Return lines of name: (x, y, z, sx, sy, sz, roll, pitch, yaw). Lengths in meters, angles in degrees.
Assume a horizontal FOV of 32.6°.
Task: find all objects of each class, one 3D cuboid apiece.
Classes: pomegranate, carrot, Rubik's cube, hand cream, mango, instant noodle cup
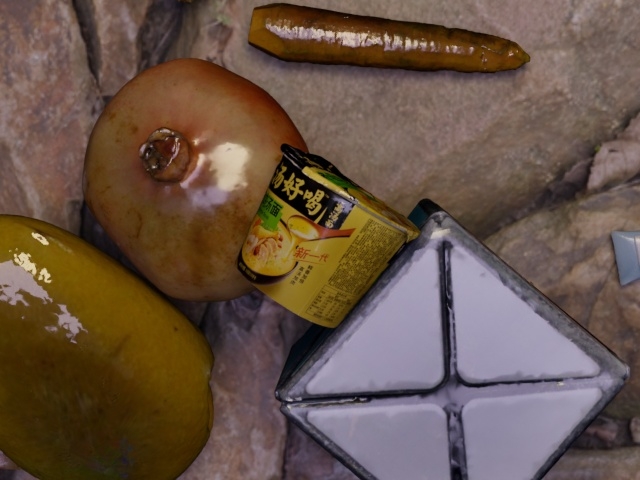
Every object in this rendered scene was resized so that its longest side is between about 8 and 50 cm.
pomegranate: (-0.125, -0.064, 1.126, 0.229, 0.270, 0.252, -34, 84, -1)
carrot: (0.077, -0.216, 1.218, 0.314, 0.066, 0.066, 7, 94, -2)
Rubik's cube: (0.126, 0.129, 1.142, 0.255, 0.259, 0.260, 39, 93, 0)
hand cream: (0.417, 0.005, 1.231, 0.170, 0.043, 0.065, -11, 94, 4)
mango: (-0.260, 0.123, 1.146, 0.253, 0.182, 0.365, -26, 124, 12)
instant noodle cup: (0.000, 0.000, 1.006, 0.151, 0.151, 0.122, 31, 100, -1)

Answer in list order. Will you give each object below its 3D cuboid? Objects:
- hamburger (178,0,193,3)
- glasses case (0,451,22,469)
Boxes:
hamburger: (-0.135, -0.344, 1.202, 0.147, 0.083, 0.138, -41, 88, 2)
glasses case: (-0.353, 0.177, 1.265, 0.064, 0.041, 0.170, 12, 94, 0)
